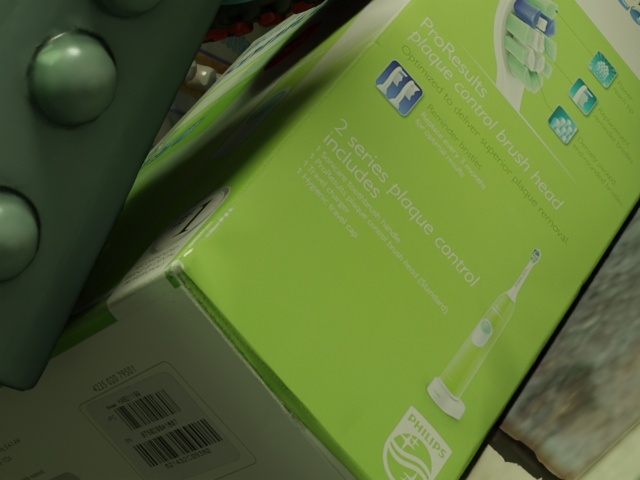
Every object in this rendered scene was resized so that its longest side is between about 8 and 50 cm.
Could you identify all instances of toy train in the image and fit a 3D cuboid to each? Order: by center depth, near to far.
[{"bbox_3d":[-0.114,-0.073,0.624,0.190,0.142,0.334,21,83,54],"label":"toy train"}]

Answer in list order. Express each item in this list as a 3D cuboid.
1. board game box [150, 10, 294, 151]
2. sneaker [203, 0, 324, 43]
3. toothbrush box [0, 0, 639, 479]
[{"bbox_3d":[-0.106,-0.106,0.974,0.050,0.390,0.390,12,42,26],"label":"board game box"},{"bbox_3d":[0.015,-0.183,0.752,0.262,0.125,0.104,-43,11,-17],"label":"sneaker"},{"bbox_3d":[0.000,0.000,0.735,0.206,0.122,0.283,-28,16,48],"label":"toothbrush box"}]
